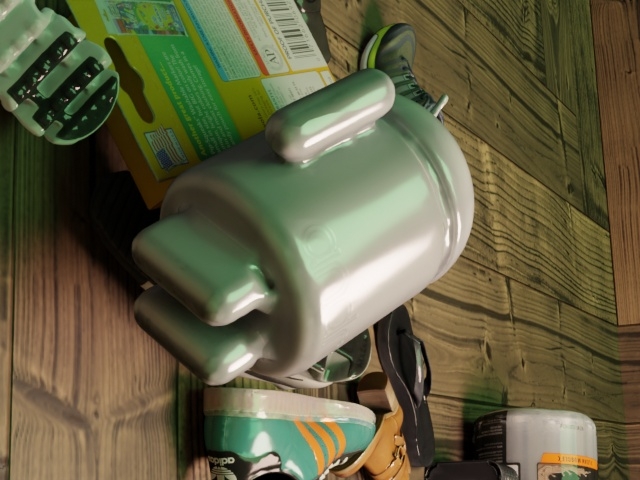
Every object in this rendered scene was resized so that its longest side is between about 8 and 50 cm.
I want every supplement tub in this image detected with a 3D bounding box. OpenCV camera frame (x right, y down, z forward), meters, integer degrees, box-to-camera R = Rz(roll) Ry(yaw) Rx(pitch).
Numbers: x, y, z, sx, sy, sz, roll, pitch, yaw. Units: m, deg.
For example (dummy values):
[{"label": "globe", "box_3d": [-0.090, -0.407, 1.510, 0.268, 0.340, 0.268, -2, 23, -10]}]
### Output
[{"label": "supplement tub", "box_3d": [0.348, 0.453, 1.873, 0.207, 0.207, 0.338, 33, 54, -56]}]

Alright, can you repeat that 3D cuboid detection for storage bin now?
[{"label": "storage bin", "box_3d": [0.229, 0.425, 1.737, 0.084, 0.122, 0.180, 29, 58, -58]}]

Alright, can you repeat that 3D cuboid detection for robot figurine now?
[{"label": "robot figurine", "box_3d": [-0.001, -0.012, 1.041, 0.353, 0.200, 0.300, -32, 148, -34]}]

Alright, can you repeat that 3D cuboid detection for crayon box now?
[{"label": "crayon box", "box_3d": [-0.117, -0.154, 1.152, 0.323, 0.083, 0.203, -19, 80, -53]}]

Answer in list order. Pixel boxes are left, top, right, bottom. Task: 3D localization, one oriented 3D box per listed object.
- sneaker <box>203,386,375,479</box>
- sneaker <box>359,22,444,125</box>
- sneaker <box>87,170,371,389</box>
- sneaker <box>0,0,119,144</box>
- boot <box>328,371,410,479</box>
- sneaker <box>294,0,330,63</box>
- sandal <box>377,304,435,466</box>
[{"label": "sneaker", "box_3d": [-0.035, 0.235, 1.302, 0.302, 0.108, 0.121, 20, 70, -56]}, {"label": "sneaker", "box_3d": [0.125, -0.197, 1.706, 0.111, 0.121, 0.300, 46, 44, -50]}, {"label": "sneaker", "box_3d": [-0.117, 0.063, 1.177, 0.330, 0.146, 0.122, 38, 49, -21]}, {"label": "sneaker", "box_3d": [-0.286, -0.200, 0.920, 0.110, 0.118, 0.292, -43, 121, -15]}, {"label": "boot", "box_3d": [0.073, 0.287, 1.528, 0.197, 0.073, 0.152, -53, 133, -52]}, {"label": "sneaker", "box_3d": [-0.042, -0.340, 1.369, 0.286, 0.130, 0.109, 67, 27, -8]}, {"label": "sandal", "box_3d": [0.140, 0.207, 1.697, 0.097, 0.054, 0.255, -37, 116, -60]}]
